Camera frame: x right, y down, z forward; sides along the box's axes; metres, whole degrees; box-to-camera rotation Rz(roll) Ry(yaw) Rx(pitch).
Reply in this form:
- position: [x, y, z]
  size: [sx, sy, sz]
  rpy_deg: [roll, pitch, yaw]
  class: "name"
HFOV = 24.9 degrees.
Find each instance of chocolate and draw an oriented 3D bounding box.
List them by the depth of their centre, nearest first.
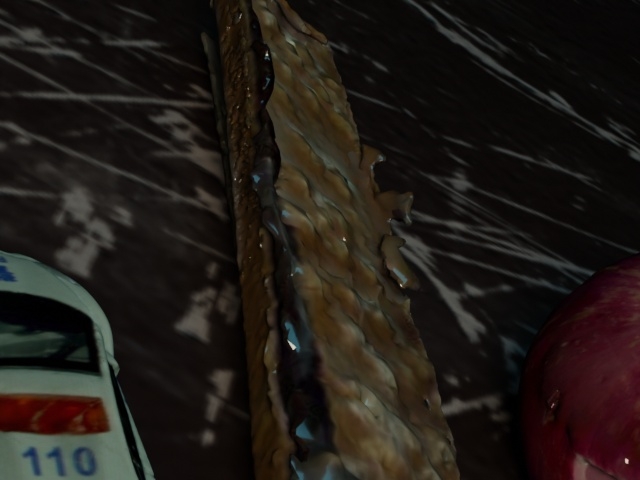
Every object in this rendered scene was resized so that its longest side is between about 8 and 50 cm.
- position: [-0.006, 0.002, 0.627]
  size: [0.102, 0.065, 0.329]
  rpy_deg: [30, 34, -35]
  class: "chocolate"

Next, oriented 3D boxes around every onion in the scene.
- position: [0.170, 0.080, 0.616]
  size: [0.177, 0.153, 0.177]
  rpy_deg: [10, 52, -13]
  class: "onion"

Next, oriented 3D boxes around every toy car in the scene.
- position: [-0.098, 0.073, 0.466]
  size: [0.095, 0.056, 0.205]
  rpy_deg: [7, 45, -34]
  class: "toy car"
